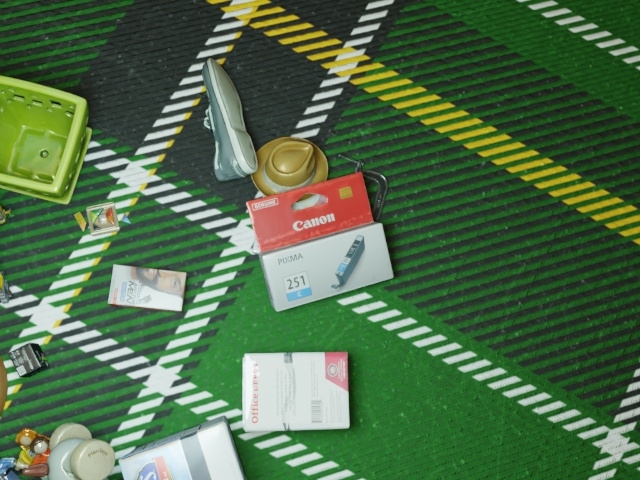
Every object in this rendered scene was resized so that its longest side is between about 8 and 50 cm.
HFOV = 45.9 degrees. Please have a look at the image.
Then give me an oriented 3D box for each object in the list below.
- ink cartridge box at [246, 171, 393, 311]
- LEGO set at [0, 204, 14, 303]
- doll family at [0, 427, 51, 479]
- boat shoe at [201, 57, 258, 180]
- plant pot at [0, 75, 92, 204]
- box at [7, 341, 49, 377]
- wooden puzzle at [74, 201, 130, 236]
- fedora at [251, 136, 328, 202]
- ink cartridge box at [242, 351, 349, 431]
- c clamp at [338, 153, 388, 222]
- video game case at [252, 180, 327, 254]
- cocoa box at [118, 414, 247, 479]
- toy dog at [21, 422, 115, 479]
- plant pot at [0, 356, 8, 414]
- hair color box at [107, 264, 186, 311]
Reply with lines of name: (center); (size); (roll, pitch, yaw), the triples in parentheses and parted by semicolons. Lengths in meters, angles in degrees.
ink cartridge box: (0.000, 0.000, 1.771); (0.296, 0.066, 0.261); (-16, 99, -12)
LEGO set: (-0.830, 0.048, 1.675); (0.332, 0.192, 0.255); (-17, 53, -12)
doll family: (-0.651, 0.500, 1.626); (0.263, 0.118, 0.163); (-32, 103, -7)
boat shoe: (-0.243, -0.289, 1.810); (0.099, 0.116, 0.319); (-25, 72, 19)
plant pot: (-0.646, -0.212, 1.699); (0.228, 0.207, 0.227); (14, 78, -4)
box: (-0.645, 0.265, 1.675); (0.052, 0.083, 0.062); (-27, 84, -9)
wooden puzzle: (-0.515, -0.051, 1.783); (0.116, 0.014, 0.078); (-20, 83, -10)
fedora: (-0.071, -0.183, 1.809); (0.195, 0.079, 0.194); (4, 66, -9)
ink cartridge box: (-0.060, 0.342, 1.722); (0.237, 0.100, 0.171); (0, 80, -8)
c clamp: (0.097, -0.121, 1.868); (0.137, 0.022, 0.160); (12, 77, -10)
video game case: (-0.058, -0.051, 1.833); (0.184, 0.023, 0.201); (10, 78, -5)
cocoa box: (-0.254, 0.574, 1.589); (0.228, 0.231, 0.347); (-18, 82, -9)
toy dog: (-0.492, 0.534, 1.506); (0.161, 0.220, 0.333); (-13, 78, -37)
plant pot: (-0.835, 0.314, 1.583); (0.291, 0.203, 0.290); (1, 80, -6)
hair color box: (-0.398, 0.112, 1.748); (0.167, 0.053, 0.093); (6, 78, -7)
